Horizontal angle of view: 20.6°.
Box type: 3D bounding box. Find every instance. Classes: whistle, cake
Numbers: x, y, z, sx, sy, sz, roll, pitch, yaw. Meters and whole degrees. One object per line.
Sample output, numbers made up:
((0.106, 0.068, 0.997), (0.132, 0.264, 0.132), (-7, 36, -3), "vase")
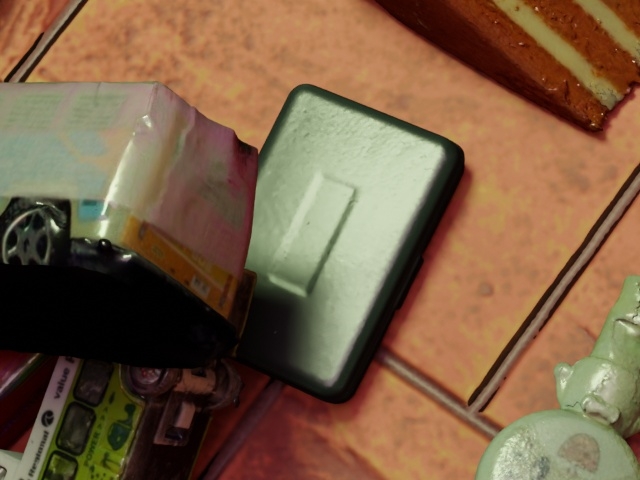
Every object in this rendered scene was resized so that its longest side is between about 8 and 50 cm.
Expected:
((0.195, 0.145, 1.296), (0.126, 0.067, 0.258), (25, 76, 6), "whistle")
((0.150, -0.229, 1.373), (0.262, 0.159, 0.158), (34, 81, 19), "cake")

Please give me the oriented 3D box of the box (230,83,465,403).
((0.000, 0.000, 1.394), (0.160, 0.050, 0.230), (23, 80, 19), "box")

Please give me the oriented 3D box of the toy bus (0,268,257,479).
((-0.158, 0.144, 1.329), (0.139, 0.113, 0.301), (19, 88, 32), "toy bus")

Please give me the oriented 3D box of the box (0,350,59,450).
((-0.329, 0.022, 1.445), (0.197, 0.089, 0.313), (-45, 67, -5), "box")

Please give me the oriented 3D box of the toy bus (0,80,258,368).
((-0.230, -0.022, 1.271), (0.386, 0.171, 0.162), (3, 62, 32), "toy bus")
